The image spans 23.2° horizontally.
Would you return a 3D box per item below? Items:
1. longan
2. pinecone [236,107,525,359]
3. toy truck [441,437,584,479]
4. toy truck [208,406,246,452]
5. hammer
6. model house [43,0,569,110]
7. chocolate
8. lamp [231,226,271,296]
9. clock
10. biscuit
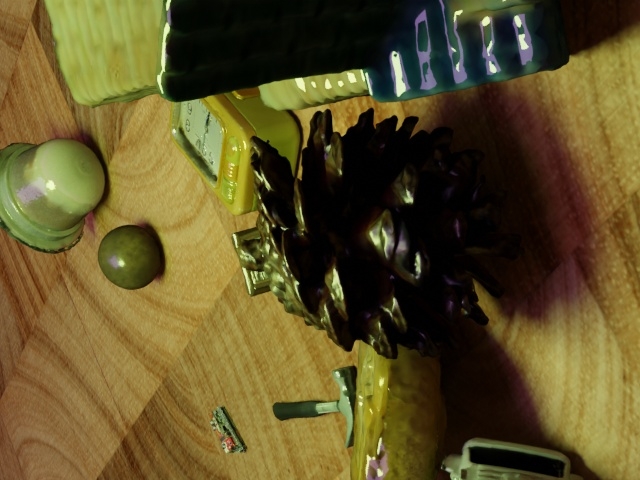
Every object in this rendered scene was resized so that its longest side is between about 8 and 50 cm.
[{"bbox_3d":[-0.297,0.027,2.450,0.106,0.106,0.119,62,-169,22],"label":"longan"},{"bbox_3d":[0.061,-0.011,1.606,0.298,0.296,0.242,-88,9,-68],"label":"pinecone"},{"bbox_3d":[0.183,0.382,1.681,0.178,0.176,0.363,-75,-8,-56],"label":"toy truck"},{"bbox_3d":[-0.141,0.291,2.369,0.032,0.024,0.083,-44,58,26],"label":"toy truck"},{"bbox_3d":[-0.006,0.232,2.102,0.246,0.029,0.103,-22,84,62],"label":"hammer"},{"bbox_3d":[0.005,-0.308,1.403,0.400,0.445,0.395,8,108,61],"label":"model house"},{"bbox_3d":[-0.436,-0.100,2.557,0.147,0.221,0.221,-38,69,38],"label":"chocolate"},{"bbox_3d":[0.000,0.000,1.918,0.325,0.089,0.090,-17,90,62],"label":"lamp"},{"bbox_3d":[-0.117,-0.142,2.049,0.202,0.096,0.143,50,146,38],"label":"clock"},{"bbox_3d":[0.088,0.220,1.767,0.296,0.102,0.296,-177,90,-86],"label":"biscuit"}]
